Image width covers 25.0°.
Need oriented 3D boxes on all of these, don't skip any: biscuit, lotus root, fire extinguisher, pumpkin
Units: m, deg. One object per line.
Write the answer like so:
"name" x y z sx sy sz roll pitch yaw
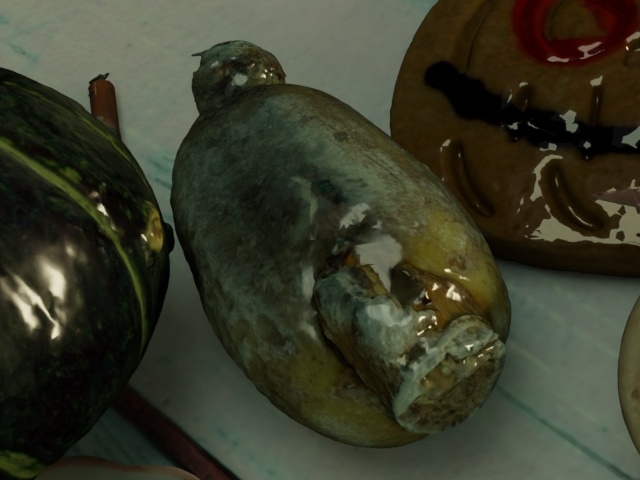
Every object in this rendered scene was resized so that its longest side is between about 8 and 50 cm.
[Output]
"biscuit" 0.229 -0.116 0.985 0.367 0.063 0.314 3 59 23
"lotus root" 0.001 0.002 0.929 0.175 0.175 0.349 -31 47 -3
"fire extinguisher" -0.174 -0.103 1.148 0.028 0.022 0.083 -40 45 30
"pumpkin" -0.246 0.039 0.906 0.323 0.241 0.323 -30 26 17

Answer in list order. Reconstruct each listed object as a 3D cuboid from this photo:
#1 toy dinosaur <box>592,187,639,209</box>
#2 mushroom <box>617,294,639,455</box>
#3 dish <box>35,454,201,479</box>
"toy dinosaur" 0.273 -0.035 0.859 0.220 0.032 0.108 -1 72 9
"mushroom" 0.262 0.071 0.747 0.204 0.204 0.204 -10 54 14
"dish" -0.137 0.242 0.859 0.229 0.081 0.229 -12 49 15
